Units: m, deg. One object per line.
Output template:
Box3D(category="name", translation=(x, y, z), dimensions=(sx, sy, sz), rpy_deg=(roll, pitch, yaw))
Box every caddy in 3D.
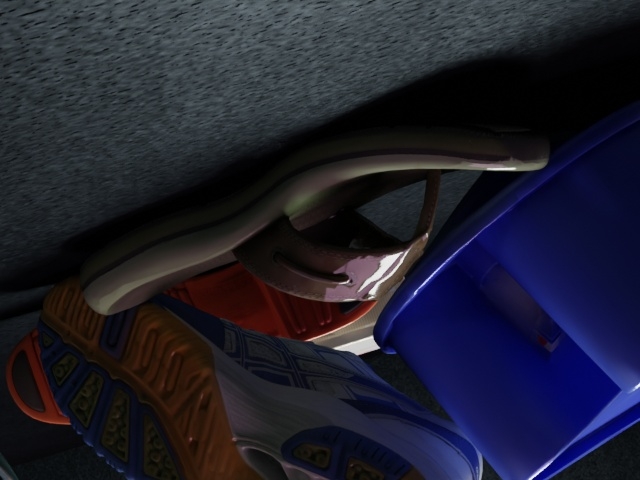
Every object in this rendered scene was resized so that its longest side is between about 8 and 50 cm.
Box3D(category="caddy", translation=(0.182, 0.004, 1.131), dimensions=(0.341, 0.179, 0.241), rpy_deg=(-22, 159, -48))

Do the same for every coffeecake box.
Box3D(category="coffeecake box", translation=(0.006, 0.072, 1.641), dimensions=(0.142, 0.068, 0.185), rpy_deg=(-17, 173, -3))

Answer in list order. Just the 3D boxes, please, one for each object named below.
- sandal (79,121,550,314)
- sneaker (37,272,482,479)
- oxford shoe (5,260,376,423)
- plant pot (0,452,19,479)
Box3D(category="sandal", translation=(0.000, 0.000, 1.012), dimensions=(0.303, 0.086, 0.120), rpy_deg=(-22, 171, 33))
Box3D(category="sneaker", translation=(-0.039, 0.107, 1.144), dimensions=(0.131, 0.296, 0.111), rpy_deg=(-30, 146, -60))
Box3D(category="oxford shoe", translation=(-0.084, 0.063, 1.272), dimensions=(0.271, 0.096, 0.098), rpy_deg=(-17, 179, -2))
Box3D(category="plant pot", translation=(-0.318, 0.198, 1.156), dimensions=(0.293, 0.293, 0.196), rpy_deg=(-17, -161, -7))
